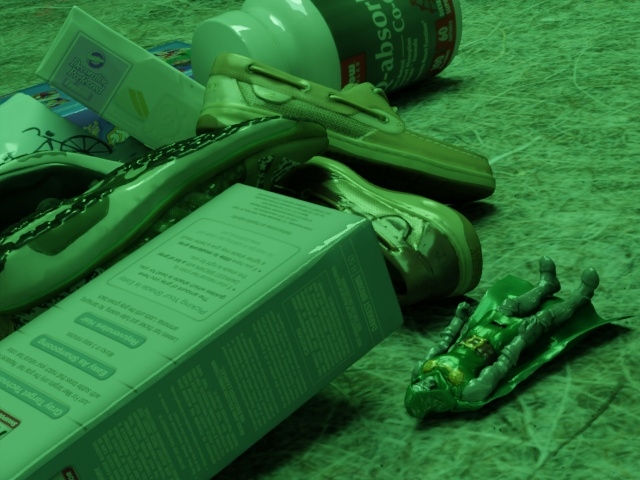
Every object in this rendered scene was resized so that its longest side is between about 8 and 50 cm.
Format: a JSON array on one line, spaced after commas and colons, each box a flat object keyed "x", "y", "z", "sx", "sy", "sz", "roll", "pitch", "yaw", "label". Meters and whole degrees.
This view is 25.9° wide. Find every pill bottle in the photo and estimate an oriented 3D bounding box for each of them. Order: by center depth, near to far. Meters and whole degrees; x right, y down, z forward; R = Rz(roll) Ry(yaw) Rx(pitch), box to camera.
[{"x": 0.009, "y": -0.282, "z": 1.981, "sx": 0.363, "sy": 0.210, "sz": 0.210, "roll": -26, "pitch": 26, "yaw": -33, "label": "pill bottle"}]

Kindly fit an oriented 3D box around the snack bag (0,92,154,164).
[{"x": -0.301, "y": -0.048, "z": 1.571, "sx": 0.342, "sy": 0.037, "sz": 0.323, "roll": 30, "pitch": 37, "yaw": 15, "label": "snack bag"}]

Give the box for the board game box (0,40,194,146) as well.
[{"x": -0.311, "y": -0.211, "z": 2.135, "sx": 0.347, "sy": 0.078, "sz": 0.233, "roll": -22, "pitch": 24, "yaw": -26, "label": "board game box"}]

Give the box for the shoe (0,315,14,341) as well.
[{"x": -0.377, "y": 0.086, "z": 1.471, "sx": 0.076, "sy": 0.058, "sz": 0.219, "roll": 13, "pitch": 13, "yaw": -29, "label": "shoe"}]

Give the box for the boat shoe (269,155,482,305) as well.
[{"x": 0.000, "y": 0.000, "z": 1.413, "sx": 0.123, "sy": 0.123, "sz": 0.342, "roll": -26, "pitch": 32, "yaw": -37, "label": "boat shoe"}]

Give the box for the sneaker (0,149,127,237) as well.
[{"x": -0.227, "y": -0.015, "z": 1.451, "sx": 0.283, "sy": 0.107, "sz": 0.124, "roll": -1, "pitch": 47, "yaw": -27, "label": "sneaker"}]

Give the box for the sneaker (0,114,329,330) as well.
[{"x": -0.140, "y": 0.010, "z": 1.336, "sx": 0.410, "sy": 0.182, "sz": 0.158, "roll": -31, "pitch": 15, "yaw": -33, "label": "sneaker"}]

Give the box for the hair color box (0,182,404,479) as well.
[{"x": -0.133, "y": 0.104, "z": 1.134, "sx": 0.374, "sy": 0.113, "sz": 0.185, "roll": -36, "pitch": 32, "yaw": -29, "label": "hair color box"}]

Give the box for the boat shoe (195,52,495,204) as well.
[{"x": 0.039, "y": -0.124, "z": 1.534, "sx": 0.341, "sy": 0.110, "sz": 0.121, "roll": 15, "pitch": -16, "yaw": -13, "label": "boat shoe"}]

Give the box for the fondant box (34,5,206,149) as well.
[{"x": -0.215, "y": -0.177, "z": 1.705, "sx": 0.238, "sy": 0.096, "sz": 0.330, "roll": 32, "pitch": 0, "yaw": -9, "label": "fondant box"}]

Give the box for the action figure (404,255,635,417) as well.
[{"x": 0.151, "y": 0.088, "z": 1.199, "sx": 0.137, "sy": 0.063, "sz": 0.232, "roll": 14, "pitch": 36, "yaw": 41, "label": "action figure"}]
